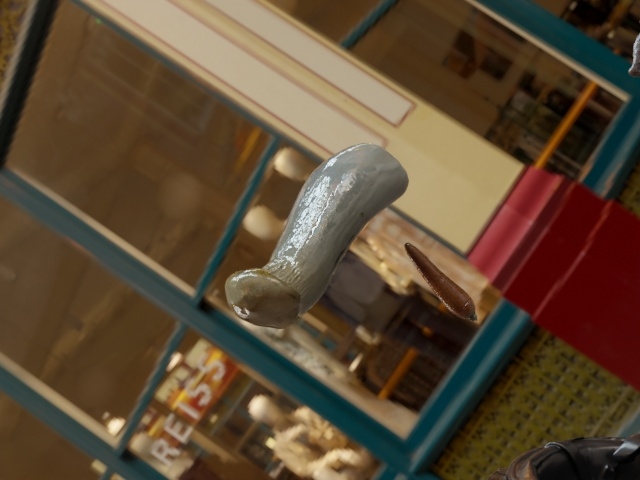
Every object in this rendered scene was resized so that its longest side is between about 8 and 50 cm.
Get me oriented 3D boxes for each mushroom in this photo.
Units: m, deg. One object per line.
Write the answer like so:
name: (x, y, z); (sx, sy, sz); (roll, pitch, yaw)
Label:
mushroom: (0.000, 0.000, 1.375); (0.328, 0.122, 0.159); (-50, -29, -37)

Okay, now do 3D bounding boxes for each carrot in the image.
carrot: (0.162, 0.057, 1.414); (0.035, 0.142, 0.035); (-43, -4, -3)

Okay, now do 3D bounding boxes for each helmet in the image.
helmet: (0.313, 0.308, 1.100); (0.230, 0.279, 0.160); (-161, 66, -67)

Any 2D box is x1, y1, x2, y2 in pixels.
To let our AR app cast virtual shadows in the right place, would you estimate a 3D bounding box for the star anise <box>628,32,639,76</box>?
star anise: (0.489, -0.288, 1.406); (0.212, 0.073, 0.196); (-24, -40, -37)
